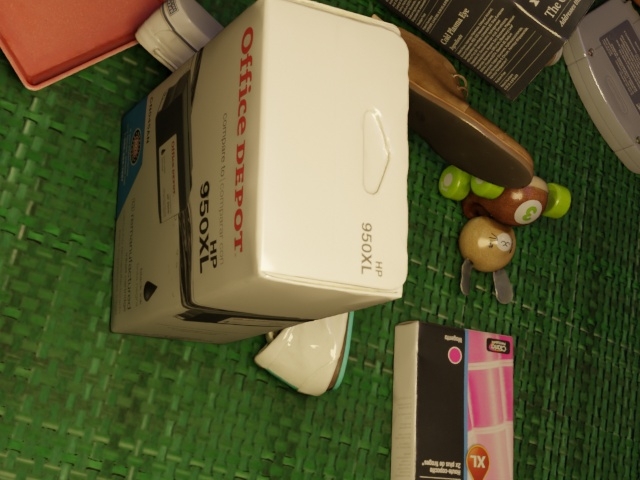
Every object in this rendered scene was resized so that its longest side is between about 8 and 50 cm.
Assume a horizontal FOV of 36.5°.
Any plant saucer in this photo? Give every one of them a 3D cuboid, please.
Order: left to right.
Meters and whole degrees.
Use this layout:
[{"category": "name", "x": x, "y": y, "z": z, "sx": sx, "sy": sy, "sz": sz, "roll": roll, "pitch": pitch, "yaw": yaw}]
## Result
[{"category": "plant saucer", "x": -0.323, "y": -0.337, "z": 1.194, "sx": 0.259, "sy": 0.048, "sz": 0.258, "roll": -35, "pitch": 98, "yaw": -32}]

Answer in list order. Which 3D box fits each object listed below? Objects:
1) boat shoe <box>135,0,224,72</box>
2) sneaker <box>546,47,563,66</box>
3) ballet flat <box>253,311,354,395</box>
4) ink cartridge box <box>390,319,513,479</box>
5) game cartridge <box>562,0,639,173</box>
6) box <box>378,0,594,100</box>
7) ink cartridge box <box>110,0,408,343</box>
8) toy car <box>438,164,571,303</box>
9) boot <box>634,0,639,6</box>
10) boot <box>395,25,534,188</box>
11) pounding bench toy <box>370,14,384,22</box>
[{"category": "boat shoe", "x": -0.127, "y": -0.203, "z": 1.255, "sx": 0.267, "sy": 0.088, "sz": 0.096, "roll": 39, "pitch": 26, "yaw": -45}, {"category": "sneaker", "x": 0.391, "y": -0.429, "z": 1.627, "sx": 0.153, "sy": 0.099, "sz": 0.282, "roll": -8, "pitch": 80, "yaw": -31}, {"category": "ballet flat", "x": 0.000, "y": 0.000, "z": 1.277, "sx": 0.139, "sy": 0.139, "sz": 0.400, "roll": 23, "pitch": 68, "yaw": -25}, {"category": "ink cartridge box", "x": 0.183, "y": 0.305, "z": 1.346, "sx": 0.176, "sy": 0.069, "sz": 0.371, "roll": 11, "pitch": 75, "yaw": -29}, {"category": "game cartridge", "x": 0.539, "y": -0.273, "z": 1.709, "sx": 0.196, "sy": 0.060, "sz": 0.294, "roll": -34, "pitch": 97, "yaw": -36}, {"category": "box", "x": 0.273, "y": -0.447, "z": 1.438, "sx": 0.312, "sy": 0.179, "sz": 0.343, "roll": 35, "pitch": 65, "yaw": 0}, {"category": "ink cartridge box", "x": -0.083, "y": -0.054, "z": 1.065, "sx": 0.166, "sy": 0.395, "sz": 0.285, "roll": 9, "pitch": 74, "yaw": -30}, {"category": "toy car", "x": 0.259, "y": -0.005, "z": 1.428, "sx": 0.155, "sy": 0.149, "sz": 0.188, "roll": 14, "pitch": 83, "yaw": -29}, {"category": "boot", "x": 0.654, "y": -0.468, "z": 1.787, "sx": 0.283, "sy": 0.109, "sz": 0.220, "roll": -33, "pitch": 102, "yaw": -51}, {"category": "boot", "x": 0.177, "y": -0.189, "z": 1.325, "sx": 0.305, "sy": 0.112, "sz": 0.115, "roll": 36, "pitch": 64, "yaw": 8}, {"category": "pounding bench toy", "x": 0.080, "y": -0.300, "z": 1.423, "sx": 0.052, "sy": 0.065, "sz": 0.083, "roll": 34, "pitch": 63, "yaw": -21}]
